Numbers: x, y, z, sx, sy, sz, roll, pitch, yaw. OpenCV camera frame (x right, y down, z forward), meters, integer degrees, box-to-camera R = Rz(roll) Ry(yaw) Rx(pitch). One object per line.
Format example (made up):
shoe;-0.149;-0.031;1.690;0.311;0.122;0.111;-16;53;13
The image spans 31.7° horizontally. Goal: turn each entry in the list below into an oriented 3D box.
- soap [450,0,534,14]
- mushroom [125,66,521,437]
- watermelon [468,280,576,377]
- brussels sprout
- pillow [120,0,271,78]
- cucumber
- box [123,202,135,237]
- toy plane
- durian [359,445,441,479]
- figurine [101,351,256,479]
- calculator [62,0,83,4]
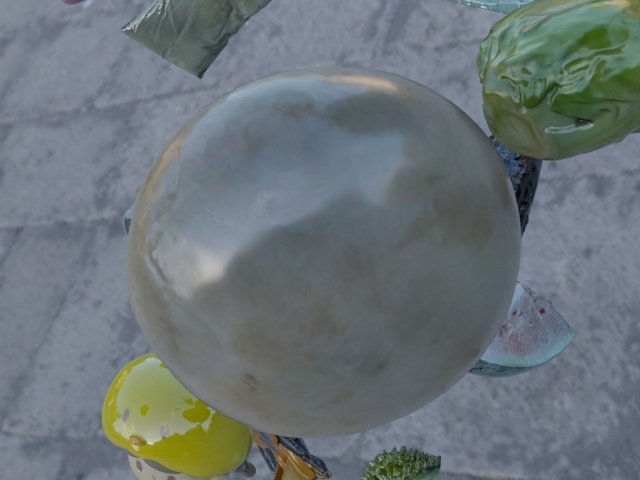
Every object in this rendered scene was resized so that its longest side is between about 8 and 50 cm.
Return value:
soap;0.195;-0.348;1.456;0.198;0.063;0.114;17;36;19
mushroom;0.000;0.000;1.042;0.362;0.362;0.295;-34;31;12
watermelon;0.226;0.140;1.824;0.322;0.175;0.188;33;61;24
brussels sprout;0.271;-0.188;1.193;0.223;0.161;0.223;-3;43;3
pillow;-0.142;-0.320;1.497;0.229;0.148;0.050;-41;55;26
cucumber;0.213;-0.025;1.353;0.081;0.072;0.303;-39;24;50
box;-0.152;0.034;2.107;0.396;0.396;0.111;-30;6;42
toy plane;-0.106;0.273;1.851;0.103;0.316;0.204;-28;-7;-27
durian;0.103;0.407;1.862;0.095;0.137;0.221;57;141;32
figurine;-0.203;0.308;1.567;0.215;0.344;0.187;19;37;14
calculator;-0.271;-0.433;1.696;0.294;0.043;0.194;-26;28;9
